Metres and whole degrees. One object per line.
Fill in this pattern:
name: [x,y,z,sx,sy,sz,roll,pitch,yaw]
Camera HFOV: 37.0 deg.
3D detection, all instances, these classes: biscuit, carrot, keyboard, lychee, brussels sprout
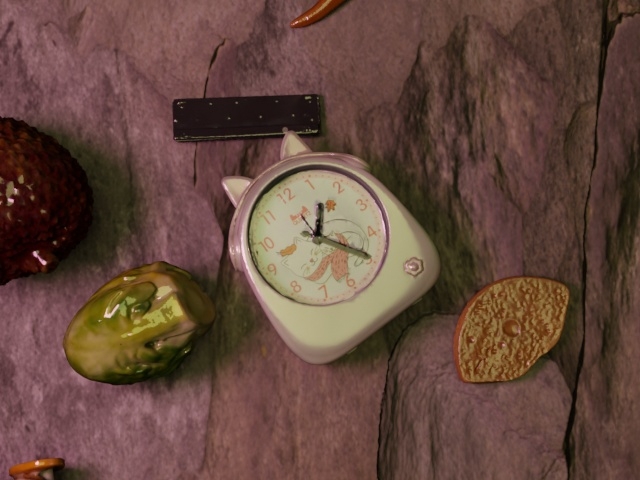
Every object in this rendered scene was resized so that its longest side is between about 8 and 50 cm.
biscuit: [0.290,0.134,1.474,0.221,0.029,0.142,-45,89,-6]
carrot: [0.012,-0.380,1.516,0.142,0.035,0.035,-40,87,-2]
keyboard: [-0.115,-0.191,1.495,0.231,0.023,0.072,-3,77,-3]
lychee: [-0.451,-0.058,1.364,0.236,0.236,0.271,-38,61,-6]
brussels sprout: [-0.265,0.120,1.364,0.223,0.223,0.161,-30,70,-5]

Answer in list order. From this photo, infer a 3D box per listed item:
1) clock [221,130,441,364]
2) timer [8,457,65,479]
clock: [0.000,0.000,1.436,0.265,0.108,0.324,-35,86,-4]
timer: [-0.437,0.430,1.304,0.234,0.233,0.240,-8,73,-4]
